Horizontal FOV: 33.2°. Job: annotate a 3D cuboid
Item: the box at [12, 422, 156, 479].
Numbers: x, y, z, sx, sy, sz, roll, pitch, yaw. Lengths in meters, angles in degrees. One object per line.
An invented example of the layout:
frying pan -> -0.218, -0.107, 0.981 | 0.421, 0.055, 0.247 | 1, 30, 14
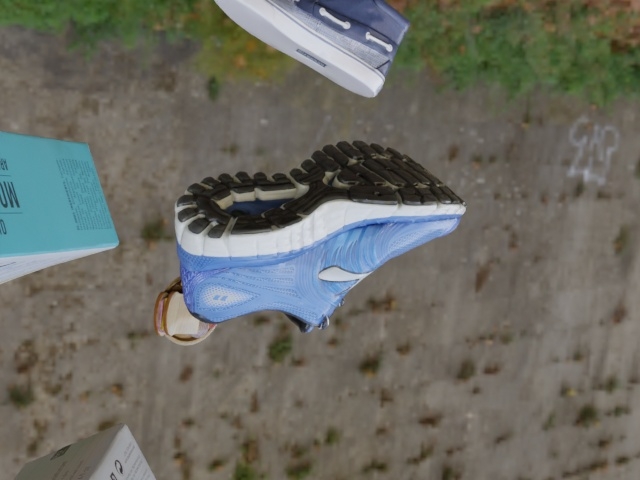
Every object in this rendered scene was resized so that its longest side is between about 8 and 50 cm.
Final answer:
box -> -0.212, 0.298, 0.996 | 0.119, 0.182, 0.181 | -24, -169, 8

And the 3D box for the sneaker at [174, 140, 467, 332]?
sneaker -> 0.000, 0.000, 1.053 | 0.329, 0.147, 0.130 | -12, -139, -32

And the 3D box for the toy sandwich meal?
toy sandwich meal -> -0.134, 0.072, 1.117 | 0.085, 0.086, 0.029 | -1, -171, -37

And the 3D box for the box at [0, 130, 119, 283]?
box -> -0.182, -0.006, 0.460 | 0.100, 0.060, 0.244 | -18, 178, 11

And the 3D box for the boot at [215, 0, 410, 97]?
boot -> -0.008, -0.220, 1.030 | 0.190, 0.086, 0.069 | 29, 171, -21
